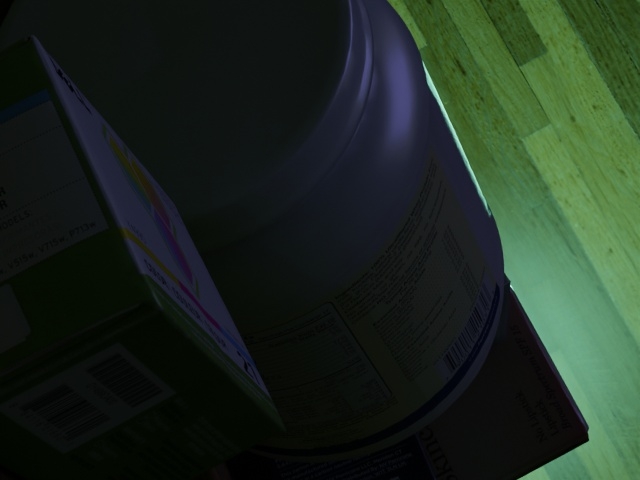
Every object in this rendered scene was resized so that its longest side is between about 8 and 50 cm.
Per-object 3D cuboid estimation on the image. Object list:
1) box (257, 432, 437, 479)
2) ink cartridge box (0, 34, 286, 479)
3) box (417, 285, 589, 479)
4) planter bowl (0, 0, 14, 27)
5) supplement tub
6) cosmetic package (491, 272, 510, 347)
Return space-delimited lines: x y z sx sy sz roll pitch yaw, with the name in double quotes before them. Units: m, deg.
"box" 0.011 0.140 1.351 0.153 0.108 0.207 70 -2 -57
"ink cartridge box" -0.129 -0.028 0.810 0.255 0.097 0.189 64 3 23
"box" 0.083 0.148 1.543 0.148 0.232 0.127 62 3 10
"planter bowl" -0.093 -0.128 1.230 0.090 0.217 0.217 64 3 31
"supplement tub" -0.034 -0.027 1.104 0.235 0.235 0.325 63 3 30
"cosmetic package" 0.048 -0.020 1.454 0.238 0.107 0.127 59 -9 20
